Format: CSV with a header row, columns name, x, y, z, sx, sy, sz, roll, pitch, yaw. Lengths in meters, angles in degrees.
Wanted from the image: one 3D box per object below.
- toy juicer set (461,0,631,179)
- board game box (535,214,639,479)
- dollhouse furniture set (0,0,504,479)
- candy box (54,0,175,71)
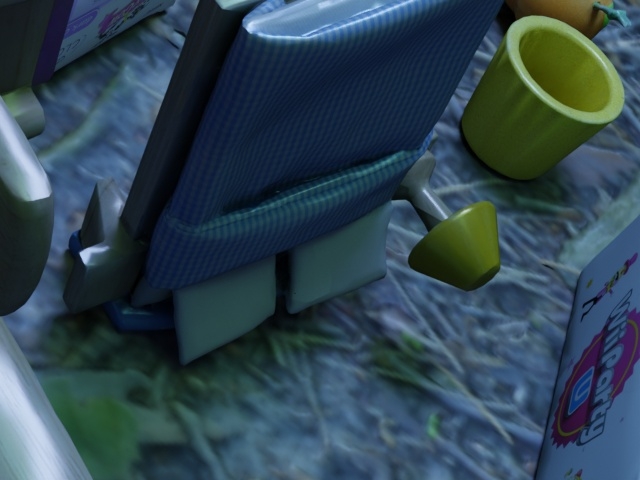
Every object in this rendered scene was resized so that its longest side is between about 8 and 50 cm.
name,x,y,z,sx,sy,sz,roll,pitch,yaw
toy juicer set,0.029,-0.189,0.897,0.329,0.089,0.209,34,42,-5
board game box,0.248,0.134,0.765,0.303,0.097,0.224,32,41,-9
dollhouse furniture set,0.000,0.000,0.566,0.303,0.286,0.198,-21,68,-32
candy box,-0.166,-0.160,0.750,0.196,0.070,0.165,43,42,5
